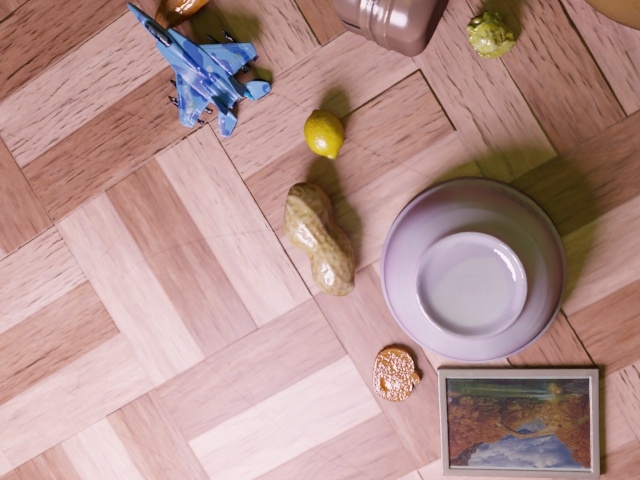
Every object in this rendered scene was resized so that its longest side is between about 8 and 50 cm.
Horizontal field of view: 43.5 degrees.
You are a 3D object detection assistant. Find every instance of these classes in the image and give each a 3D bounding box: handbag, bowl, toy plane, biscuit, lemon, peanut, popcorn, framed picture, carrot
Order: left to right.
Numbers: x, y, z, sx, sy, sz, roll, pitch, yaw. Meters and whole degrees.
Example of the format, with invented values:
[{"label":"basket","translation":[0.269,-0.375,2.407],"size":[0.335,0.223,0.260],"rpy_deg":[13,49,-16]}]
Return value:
[{"label":"toy plane","translation":[-0.203,-0.281,1.251],"size":[0.246,0.078,0.169],"rpy_deg":[43,104,-4]},{"label":"carrot","translation":[-0.198,-0.392,1.250],"size":[0.205,0.072,0.072],"rpy_deg":[-40,89,23]},{"label":"peanut","translation":[-0.002,0.001,1.256],"size":[0.089,0.089,0.193],"rpy_deg":[-26,92,14]},{"label":"lemon","translation":[0.007,-0.164,1.238],"size":[0.062,0.062,0.083],"rpy_deg":[-20,96,14]},{"label":"biscuit","translation":[0.124,0.217,1.297],"size":[0.078,0.015,0.091],"rpy_deg":[10,101,8]},{"label":"handbag","translation":[0.125,-0.410,1.062],"size":[0.149,0.283,0.302],"rpy_deg":[26,103,5]},{"label":"bowl","translation":[0.224,0.054,1.187],"size":[0.286,0.144,0.287],"rpy_deg":[2,100,11]},{"label":"popcorn","translation":[0.248,-0.299,1.172],"size":[0.083,0.068,0.059],"rpy_deg":[29,134,-31]},{"label":"framed picture","translation":[0.312,0.288,1.269],"size":[0.249,0.016,0.184],"rpy_deg":[-1,98,12]}]

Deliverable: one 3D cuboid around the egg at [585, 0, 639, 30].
[{"label":"egg","translation":[0.423,-0.438,0.989],"size":[0.301,0.301,0.374],"rpy_deg":[-34,83,14]}]
